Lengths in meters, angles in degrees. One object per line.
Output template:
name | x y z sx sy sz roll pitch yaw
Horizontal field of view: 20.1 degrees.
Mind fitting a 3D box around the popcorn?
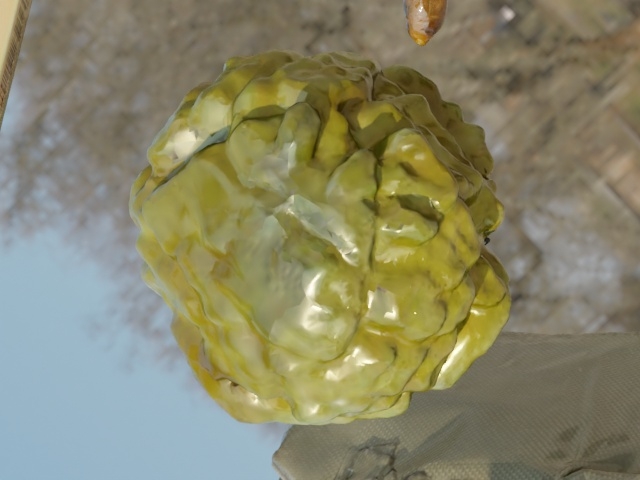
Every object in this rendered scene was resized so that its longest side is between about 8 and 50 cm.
popcorn | 0.005 -0.006 1.145 0.249 0.249 0.225 48 -143 10

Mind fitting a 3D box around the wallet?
wallet | 0.128 0.130 1.314 0.275 0.335 0.068 -43 -50 -54

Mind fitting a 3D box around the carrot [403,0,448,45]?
carrot | 0.067 -0.206 1.017 0.047 0.191 0.047 3 175 0

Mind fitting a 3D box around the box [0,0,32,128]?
box | -0.092 -0.016 0.339 0.058 0.093 0.015 10 167 2
